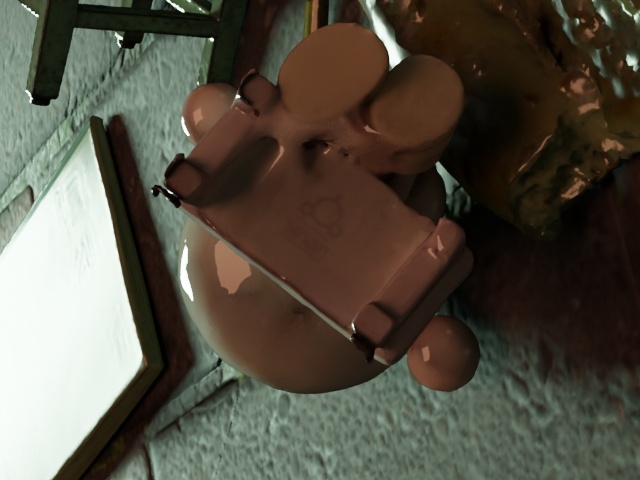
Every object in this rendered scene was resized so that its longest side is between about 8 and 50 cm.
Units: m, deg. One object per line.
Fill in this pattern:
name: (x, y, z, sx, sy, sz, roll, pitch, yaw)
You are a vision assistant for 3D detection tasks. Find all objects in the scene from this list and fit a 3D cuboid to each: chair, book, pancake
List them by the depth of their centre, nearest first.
pancake: (0.082, -0.213, 0.856, 0.305, 0.067, 0.427, 3, 91, 58)
chair: (-0.118, -0.227, 1.115, 0.147, 0.136, 0.270, 41, 122, 50)
book: (-0.199, 0.072, 1.345, 0.282, 0.025, 0.215, -48, 49, 46)

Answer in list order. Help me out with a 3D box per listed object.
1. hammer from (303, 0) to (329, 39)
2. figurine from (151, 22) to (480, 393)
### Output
hammer: (0.000, -0.126, 1.037, 0.062, 0.017, 0.182, 15, 104, 58)
figurine: (-0.001, 0.010, 0.895, 0.256, 0.182, 0.144, 99, -169, -72)
